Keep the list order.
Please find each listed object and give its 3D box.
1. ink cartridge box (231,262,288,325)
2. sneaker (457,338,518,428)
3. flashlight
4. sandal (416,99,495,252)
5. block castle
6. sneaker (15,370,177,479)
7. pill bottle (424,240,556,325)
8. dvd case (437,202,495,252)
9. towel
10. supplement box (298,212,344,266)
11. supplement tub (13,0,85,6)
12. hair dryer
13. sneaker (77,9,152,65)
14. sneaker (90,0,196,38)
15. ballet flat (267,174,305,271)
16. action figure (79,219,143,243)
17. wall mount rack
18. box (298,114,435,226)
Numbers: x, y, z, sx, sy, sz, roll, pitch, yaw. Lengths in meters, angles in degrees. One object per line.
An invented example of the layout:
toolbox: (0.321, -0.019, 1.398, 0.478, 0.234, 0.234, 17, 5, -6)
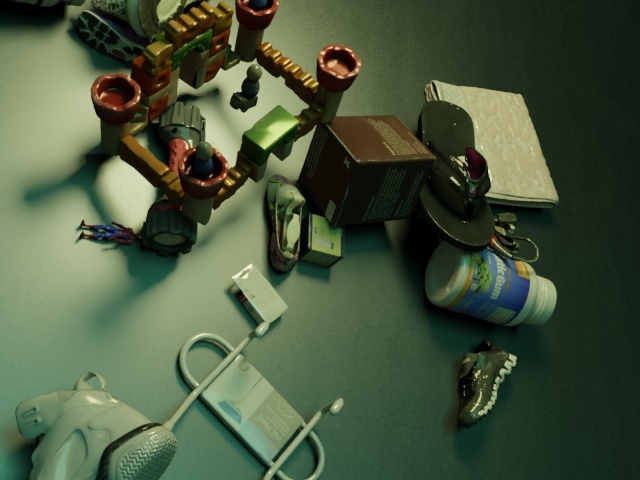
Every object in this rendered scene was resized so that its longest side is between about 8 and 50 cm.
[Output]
ink cartridge box: (-0.122, 0.107, 1.682, 0.063, 0.029, 0.115, -37, 88, -37)
sneaker: (0.330, 0.295, 1.836, 0.106, 0.078, 0.234, 44, 49, -1)
flashlight: (-0.281, -0.125, 1.660, 0.103, 0.103, 0.304, -8, 62, 9)
sandal: (0.290, -0.169, 1.898, 0.167, 0.107, 0.446, 7, 49, -13)
block castle: (-0.170, -0.276, 1.601, 0.303, 0.213, 0.453, 40, 58, 12)
sneaker: (-0.411, 0.372, 1.314, 0.210, 0.137, 0.366, 39, 73, 21)
pill bottle: (0.379, 0.102, 1.908, 0.271, 0.152, 0.152, 17, 59, -23)
dvd case: (0.335, -0.082, 2.055, 0.164, 0.018, 0.221, 7, 64, -28)
towel: (0.426, -0.241, 2.152, 0.316, 0.053, 0.332, 4, 62, -30)
supplement box: (0.000, 0.000, 1.789, 0.083, 0.056, 0.083, 15, 60, -24)
supplement tub: (-0.577, -0.545, 1.623, 0.272, 0.191, 0.191, 2, 66, -30)
hair dryer: (0.332, -0.051, 1.918, 0.293, 0.080, 0.224, 13, 21, -8)
sneaker: (-0.410, -0.410, 1.752, 0.169, 0.068, 0.071, 30, 39, -26)
sneaker: (-0.339, -0.566, 1.812, 0.182, 0.158, 0.410, 17, 39, 11)
ballet flat: (-0.065, -0.046, 1.759, 0.076, 0.079, 0.222, 12, 61, -25)
action figure: (-0.379, -0.014, 1.588, 0.115, 0.030, 0.038, 9, 59, -30)
wall mount rack: (-0.127, 0.316, 1.513, 0.350, 0.130, 0.304, 46, 53, -3)
box: (0.095, -0.150, 1.818, 0.203, 0.169, 0.167, -6, 43, -33)
